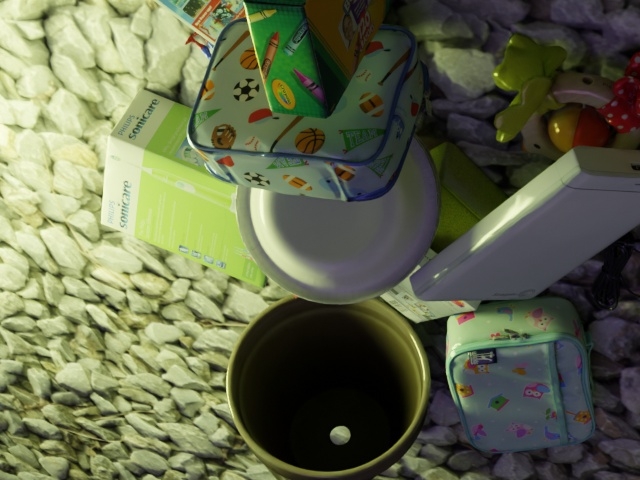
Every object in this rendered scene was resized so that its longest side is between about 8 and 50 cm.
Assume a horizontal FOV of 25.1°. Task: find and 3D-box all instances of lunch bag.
[{"bbox_3d":[0.317,0.212,2.237,0.224,0.108,0.279,-6,134,13],"label":"lunch bag"},{"bbox_3d":[-0.008,-0.181,1.873,0.303,0.243,0.115,8,155,21],"label":"lunch bag"}]

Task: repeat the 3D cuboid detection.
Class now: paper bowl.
[{"bbox_3d":[0.023,-0.052,1.986,0.284,0.148,0.284,0,94,7],"label":"paper bowl"}]

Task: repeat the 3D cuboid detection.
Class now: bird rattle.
[{"bbox_3d":[0.346,-0.172,1.855,0.254,0.143,0.207,4,149,6],"label":"bird rattle"}]

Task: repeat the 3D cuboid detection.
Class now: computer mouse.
[{"bbox_3d":[0.517,0.066,2.040,0.262,0.060,0.184,23,146,22],"label":"computer mouse"}]

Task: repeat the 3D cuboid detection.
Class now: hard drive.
[{"bbox_3d":[0.312,-0.015,1.943,0.233,0.047,0.353,1,152,-36],"label":"hard drive"}]

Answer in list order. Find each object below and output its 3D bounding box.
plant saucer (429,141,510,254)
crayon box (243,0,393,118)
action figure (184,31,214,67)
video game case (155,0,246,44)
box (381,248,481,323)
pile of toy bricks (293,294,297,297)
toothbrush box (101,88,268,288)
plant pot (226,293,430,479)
[{"bbox_3d":[0.183,-0.037,2.110,0.188,0.045,0.188,42,138,-18],"label":"plant saucer"},{"bbox_3d":[0.009,-0.299,1.732,0.081,0.278,0.165,8,138,22],"label":"crayon box"},{"bbox_3d":[-0.141,-0.255,2.058,0.115,0.030,0.038,36,134,-15],"label":"action figure"},{"bbox_3d":[-0.082,-0.316,1.962,0.285,0.025,0.204,36,140,-13],"label":"video game case"},{"bbox_3d":[0.145,0.063,2.203,0.145,0.038,0.186,38,158,-14],"label":"box"},{"bbox_3d":[0.000,0.000,2.204,0.105,0.118,0.212,54,148,0],"label":"pile of toy bricks"},{"bbox_3d":[-0.180,-0.077,2.198,0.283,0.122,0.206,20,140,5],"label":"toothbrush box"},{"bbox_3d":[0.025,0.279,2.372,0.323,0.323,0.280,14,155,14],"label":"plant pot"}]
